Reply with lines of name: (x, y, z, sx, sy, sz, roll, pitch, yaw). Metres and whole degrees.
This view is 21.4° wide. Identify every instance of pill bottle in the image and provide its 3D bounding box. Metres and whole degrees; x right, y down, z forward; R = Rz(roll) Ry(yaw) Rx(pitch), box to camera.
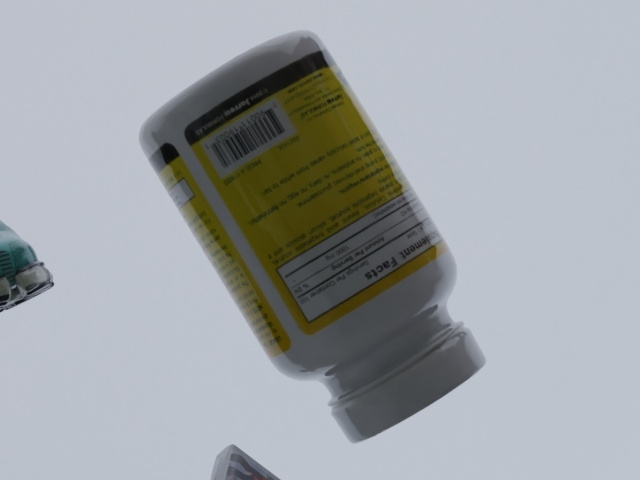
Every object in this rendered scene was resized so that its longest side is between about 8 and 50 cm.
pill bottle: (0.000, 0.000, 1.482, 0.188, 0.188, 0.334, -31, -90, 9)

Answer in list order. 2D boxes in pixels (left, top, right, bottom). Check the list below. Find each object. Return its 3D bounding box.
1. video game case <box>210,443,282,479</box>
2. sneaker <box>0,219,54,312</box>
video game case: (-0.004, 0.255, 1.155, 0.201, 0.183, 0.023, 38, -61, -16)
sneaker: (-0.250, -0.007, 1.052, 0.107, 0.275, 0.110, -20, -70, -25)
